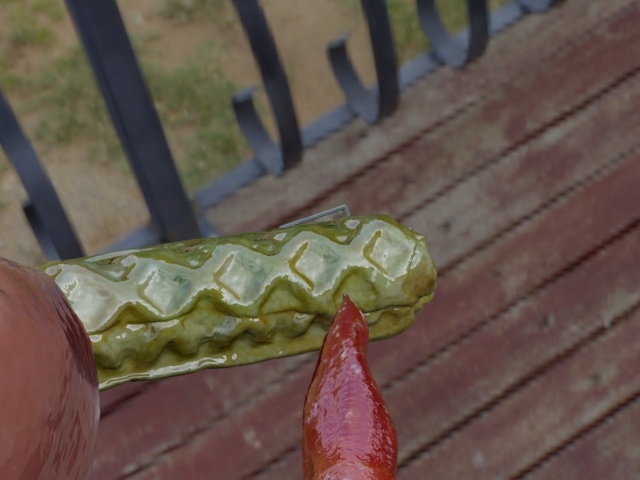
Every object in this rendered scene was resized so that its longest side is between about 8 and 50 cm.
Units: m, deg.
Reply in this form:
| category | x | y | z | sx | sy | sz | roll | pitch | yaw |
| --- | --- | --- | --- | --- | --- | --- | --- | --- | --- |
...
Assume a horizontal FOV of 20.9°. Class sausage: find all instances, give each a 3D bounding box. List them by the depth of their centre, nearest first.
| category | x | y | z | sx | sy | sz | roll | pitch | yaw |
| --- | --- | --- | --- | --- | --- | --- | --- | --- | --- |
| sausage | -0.145 | 0.061 | 0.568 | 0.148 | 0.254 | 0.148 | 0 | 89 | 3 |

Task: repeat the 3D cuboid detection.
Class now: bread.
| category | x | y | z | sx | sy | sz | roll | pitch | yaw |
| --- | --- | --- | --- | --- | --- | --- | --- | --- | --- |
| bread | -0.052 | 0.037 | 1.106 | 0.269 | 0.098 | 0.087 | -9 | 43 | -17 |

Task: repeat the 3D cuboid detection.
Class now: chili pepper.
| category | x | y | z | sx | sy | sz | roll | pitch | yaw |
| --- | --- | --- | --- | --- | --- | --- | --- | --- | --- |
| chili pepper | 0.013 | 0.078 | 0.810 | 0.045 | 0.027 | 0.178 | -23 | 35 | 21 |

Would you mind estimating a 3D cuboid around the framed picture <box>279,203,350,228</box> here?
| category | x | y | z | sx | sy | sz | roll | pitch | yaw |
| --- | --- | --- | --- | --- | --- | --- | --- | --- | --- |
| framed picture | 0.000 | 0.000 | 1.525 | 0.066 | 0.007 | 0.089 | -19 | 30 | 0 |
